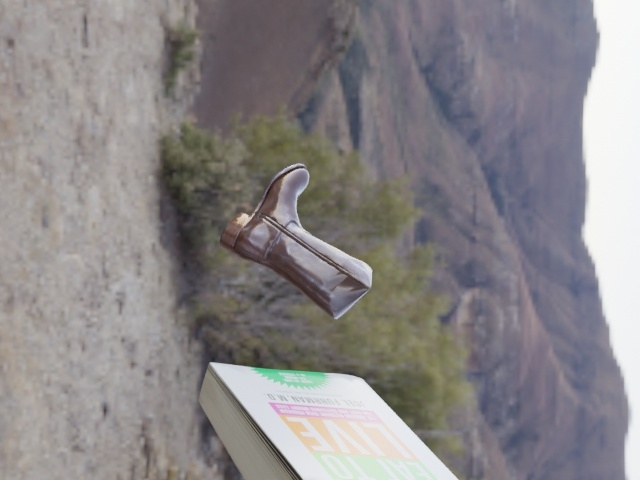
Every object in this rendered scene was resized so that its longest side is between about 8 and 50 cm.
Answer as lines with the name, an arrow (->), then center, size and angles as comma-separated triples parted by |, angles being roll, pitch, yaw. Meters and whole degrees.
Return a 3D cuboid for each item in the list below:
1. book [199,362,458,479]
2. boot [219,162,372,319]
book -> 0.009, 0.106, 0.549 | 0.144, 0.096, 0.035 | 40, -62, 57
boot -> 0.000, 0.000, 0.821 | 0.106, 0.114, 0.037 | -49, 157, -34
